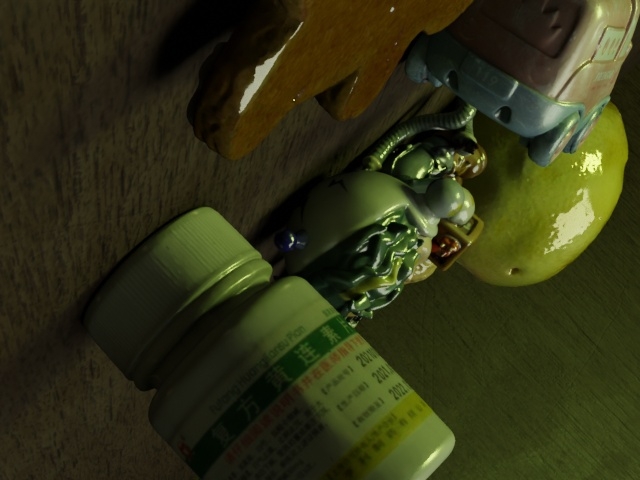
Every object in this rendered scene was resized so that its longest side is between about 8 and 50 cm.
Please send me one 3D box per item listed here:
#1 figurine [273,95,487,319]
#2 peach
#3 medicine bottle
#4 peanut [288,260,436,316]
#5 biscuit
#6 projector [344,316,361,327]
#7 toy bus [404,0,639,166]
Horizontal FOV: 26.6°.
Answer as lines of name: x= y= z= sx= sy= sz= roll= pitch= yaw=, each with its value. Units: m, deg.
figurine: x=0.088 y=-0.021 z=1.723 sx=0.382 sy=0.186 sz=0.261 roll=-36 pitch=164 yaw=-48
peach: x=0.300 y=-0.099 z=2.019 sx=0.316 sy=0.281 sz=0.314 roll=-48 pitch=-176 yaw=27
medicine bottle: x=-0.055 y=0.144 z=1.317 sx=0.208 sy=0.340 sz=0.208 roll=-43 pitch=172 yaw=-8
peanut: x=0.061 y=0.044 z=1.875 sx=0.226 sy=0.108 sz=0.095 roll=-22 pitch=174 yaw=-12
biscuit: x=0.046 y=-0.211 z=1.043 sx=0.432 sy=0.064 sz=0.283 roll=-36 pitch=159 yaw=-53
projector: x=0.051 y=0.051 z=2.026 sx=0.269 sy=0.088 sz=0.193 roll=-59 pitch=178 yaw=24
toy bus: x=0.251 y=-0.234 z=1.514 sx=0.232 sy=0.197 sz=0.294 roll=-59 pitch=165 yaw=20
